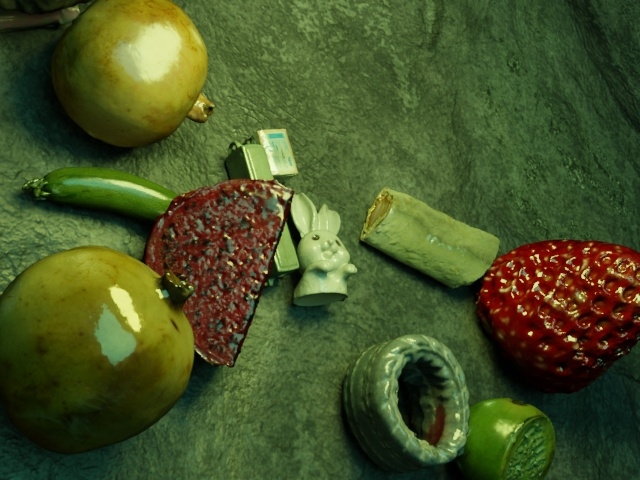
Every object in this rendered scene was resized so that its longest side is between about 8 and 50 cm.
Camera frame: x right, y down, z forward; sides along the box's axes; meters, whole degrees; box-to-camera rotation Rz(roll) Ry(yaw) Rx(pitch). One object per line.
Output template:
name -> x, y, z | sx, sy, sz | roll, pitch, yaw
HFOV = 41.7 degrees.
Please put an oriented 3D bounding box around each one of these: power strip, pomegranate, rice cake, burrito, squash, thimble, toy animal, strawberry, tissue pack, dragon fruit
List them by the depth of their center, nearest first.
pomegranate -> -0.326, 0.154, 1.189 | 0.307, 0.307, 0.307 | 12, 66, -29
rice cake -> -0.527, -0.368, 1.381 | 0.270, 0.049, 0.055 | -17, 82, -36
pomegranate -> -0.295, -0.274, 1.387 | 0.270, 0.229, 0.252 | 38, 57, -22
squash -> -0.325, -0.072, 1.390 | 0.318, 0.080, 0.071 | 16, 26, -29
dragon fruit -> -0.187, 0.037, 1.399 | 0.205, 0.152, 0.317 | 21, 80, -4
thimble -> 0.152, 0.292, 1.500 | 0.205, 0.172, 0.236 | -25, 84, -34
power strip -> -0.107, -0.052, 1.516 | 0.052, 0.078, 0.272 | -8, 76, -38
toy animal -> 0.002, 0.002, 1.538 | 0.103, 0.131, 0.221 | 5, 68, -20
tissue pack -> -0.092, -0.158, 1.577 | 0.074, 0.058, 0.094 | -8, 77, -37
pomegranate -> 0.339, 0.406, 1.596 | 0.190, 0.159, 0.241 | -42, 124, -27
strawberry -> 0.507, 0.139, 1.674 | 0.295, 0.345, 0.317 | -13, 80, -37
burrito -> 0.232, -0.001, 1.701 | 0.299, 0.105, 0.143 | 25, 57, -21

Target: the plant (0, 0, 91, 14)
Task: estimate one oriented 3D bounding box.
plant -> -0.437, -0.485, 1.364 | 0.199, 0.188, 0.276 | 14, 31, 2
